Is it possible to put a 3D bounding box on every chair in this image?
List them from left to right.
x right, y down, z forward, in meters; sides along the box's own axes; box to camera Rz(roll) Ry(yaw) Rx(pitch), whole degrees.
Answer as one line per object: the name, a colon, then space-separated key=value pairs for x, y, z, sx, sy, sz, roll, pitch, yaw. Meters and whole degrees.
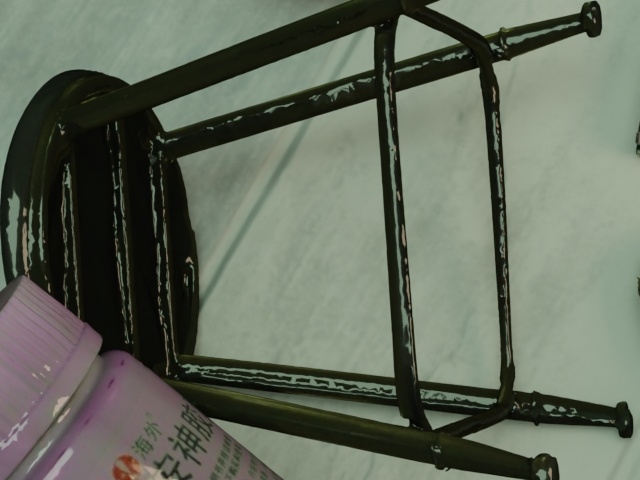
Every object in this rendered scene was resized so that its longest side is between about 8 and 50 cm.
chair: x=0.000 y=0.000 z=1.275 sx=0.410 sy=0.362 sz=0.364 roll=-5 pitch=89 yaw=19

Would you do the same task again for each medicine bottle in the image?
medicine bottle: x=-0.143 y=0.176 z=1.104 sx=0.291 sy=0.178 sz=0.178 roll=41 pitch=82 yaw=-11

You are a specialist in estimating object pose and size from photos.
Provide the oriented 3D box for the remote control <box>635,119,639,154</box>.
remote control: x=0.348 y=-0.201 z=1.445 sx=0.103 sy=0.055 sz=0.277 roll=9 pitch=73 yaw=11

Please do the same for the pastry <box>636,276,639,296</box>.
pastry: x=0.336 y=0.045 z=1.354 sx=0.153 sy=0.081 sz=0.153 roll=-2 pitch=74 yaw=8
